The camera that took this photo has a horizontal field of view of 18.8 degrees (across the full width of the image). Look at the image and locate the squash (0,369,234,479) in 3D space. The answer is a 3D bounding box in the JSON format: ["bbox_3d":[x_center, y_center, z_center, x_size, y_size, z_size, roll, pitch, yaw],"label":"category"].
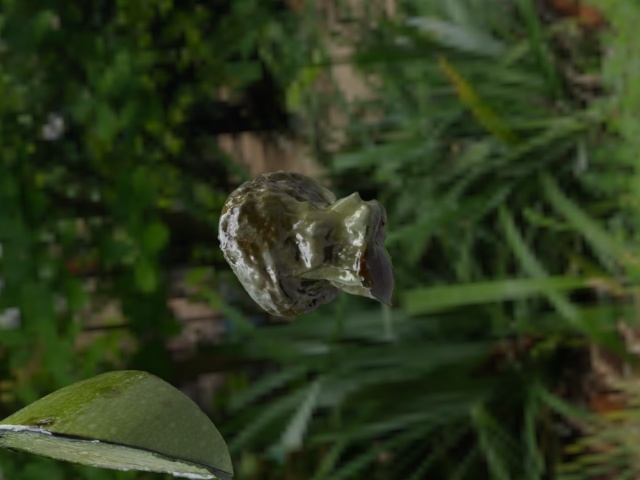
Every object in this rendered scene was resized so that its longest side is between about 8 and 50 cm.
[{"bbox_3d":[-0.183,0.143,1.616,0.184,0.192,0.085,28,-113,-52],"label":"squash"}]

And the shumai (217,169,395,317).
[{"bbox_3d":[0.000,0.000,2.035,0.209,0.153,0.161,13,-107,-55],"label":"shumai"}]
